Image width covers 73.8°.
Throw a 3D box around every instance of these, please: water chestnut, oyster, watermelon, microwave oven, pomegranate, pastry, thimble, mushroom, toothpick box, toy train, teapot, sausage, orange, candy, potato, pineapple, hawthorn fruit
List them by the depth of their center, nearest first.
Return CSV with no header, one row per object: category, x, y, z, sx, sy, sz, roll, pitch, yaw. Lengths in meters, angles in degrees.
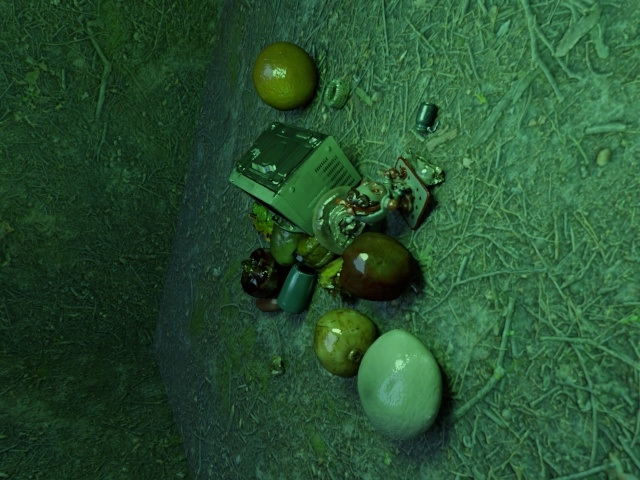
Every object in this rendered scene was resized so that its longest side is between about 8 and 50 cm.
candy,0.209,0.397,1.174,0.295,0.185,0.296,-14,74,60
teapot,0.311,-0.356,1.241,0.049,0.063,0.084,-89,13,-71
oyster,0.286,-0.199,1.246,0.166,0.053,0.109,53,135,43
hawthorn fruit,0.184,0.091,1.252,0.248,0.208,0.208,22,106,24
pomegranate,0.084,0.322,1.346,0.215,0.215,0.216,-10,78,54
mushroom,0.083,-0.062,1.374,0.178,0.226,0.227,-41,-37,-78
pineapple,0.094,0.133,1.440,0.139,0.250,0.164,-34,89,12
pastry,0.000,0.000,1.544,0.189,0.103,0.189,-46,22,25
microwave oven,-0.112,-0.238,1.551,0.333,0.247,0.394,-50,38,-7
thimble,0.064,-0.552,1.598,0.110,0.062,0.085,-60,45,32
watermelon,-0.032,0.072,1.669,0.135,0.125,0.094,56,163,15
toothpick box,-0.090,0.187,1.684,0.120,0.120,0.184,45,120,48
potato,-0.127,-0.019,1.738,0.197,0.148,0.229,-86,17,-52
orange,-0.144,-0.668,1.739,0.274,0.274,0.275,-10,78,54
water chestnut,-0.254,0.138,1.838,0.223,0.238,0.224,-29,50,42
oyster,-0.194,0.553,1.869,0.146,0.045,0.122,32,126,53
sausage,-0.225,0.284,1.907,0.194,0.077,0.077,-18,72,52
toy train,-0.234,-0.083,1.941,0.296,0.100,0.161,27,110,54

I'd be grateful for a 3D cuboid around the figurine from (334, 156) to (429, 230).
figurine,0.157,-0.119,1.235,0.160,0.225,0.184,101,151,-48
